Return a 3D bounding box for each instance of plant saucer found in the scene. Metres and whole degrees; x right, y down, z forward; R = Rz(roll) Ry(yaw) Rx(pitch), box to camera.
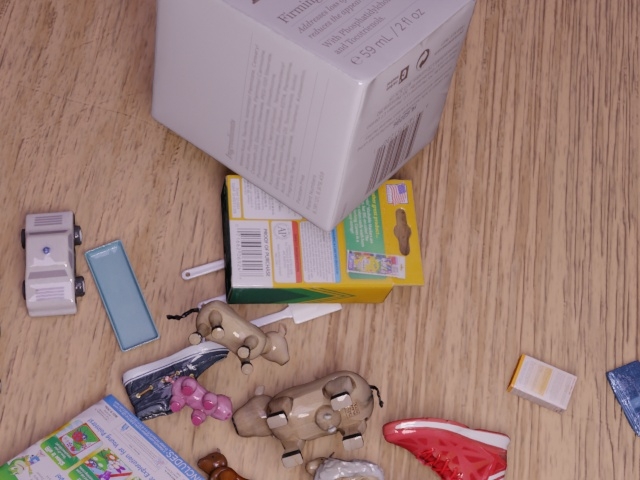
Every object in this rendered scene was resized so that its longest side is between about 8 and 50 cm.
[{"bbox_3d":[-0.332,0.093,1.847,0.067,0.018,0.192,-21,70,-12],"label":"plant saucer"}]

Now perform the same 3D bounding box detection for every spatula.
[{"bbox_3d":[-0.104,0.078,1.870,0.242,0.019,0.168,-17,73,-9],"label":"spatula"}]

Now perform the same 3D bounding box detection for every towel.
[{"bbox_3d":[0.524,0.259,1.821,0.067,0.029,0.119,-19,69,-12],"label":"towel"}]

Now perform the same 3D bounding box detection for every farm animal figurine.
[{"bbox_3d":[-0.064,0.249,1.694,0.326,0.172,0.330,0,105,2],"label":"farm animal figurine"}]

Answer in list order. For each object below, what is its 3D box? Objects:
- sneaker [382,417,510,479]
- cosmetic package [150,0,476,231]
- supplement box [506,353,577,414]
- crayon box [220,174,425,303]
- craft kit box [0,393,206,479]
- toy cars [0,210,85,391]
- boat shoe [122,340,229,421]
[{"bbox_3d":[0.197,0.350,1.711,0.221,0.087,0.128,11,69,-17],"label":"sneaker"},{"bbox_3d":[-0.023,-0.297,1.803,0.393,0.327,0.329,33,51,18],"label":"cosmetic package"},{"bbox_3d":[0.364,0.236,1.817,0.098,0.036,0.062,24,67,7],"label":"supplement box"},{"bbox_3d":[0.000,0.000,1.855,0.322,0.083,0.203,0,66,-12],"label":"crayon box"},{"bbox_3d":[-0.336,0.370,1.629,0.246,0.061,0.250,-30,45,-31],"label":"craft kit box"},{"bbox_3d":[-0.508,0.104,1.794,0.176,0.087,0.394,33,69,10],"label":"toy cars"},{"bbox_3d":[-0.221,0.226,1.775,0.183,0.065,0.083,-21,71,-5],"label":"boat shoe"}]
